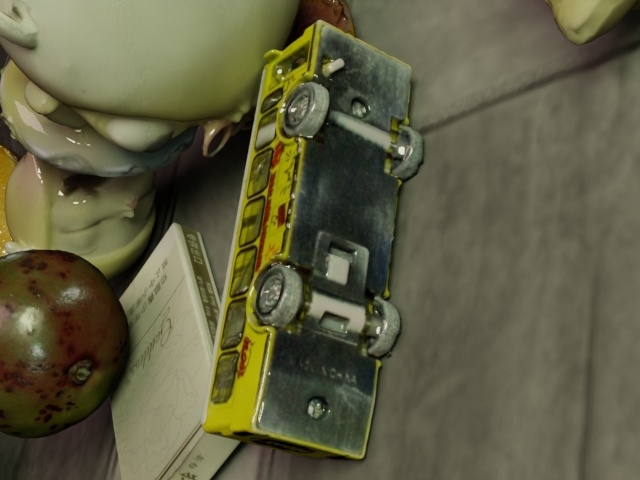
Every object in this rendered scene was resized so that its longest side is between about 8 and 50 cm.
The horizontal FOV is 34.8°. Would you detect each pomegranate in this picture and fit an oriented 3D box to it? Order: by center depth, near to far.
[{"bbox_3d":[-0.192,0.065,0.675,0.130,0.130,0.130,-33,45,40],"label":"pomegranate"}]

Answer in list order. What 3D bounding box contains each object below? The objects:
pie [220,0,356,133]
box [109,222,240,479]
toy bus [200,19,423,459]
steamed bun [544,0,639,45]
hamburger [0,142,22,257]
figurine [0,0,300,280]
[{"bbox_3d":[-0.024,-0.125,0.696,0.170,0.034,0.092,-15,62,52],"label":"pie"},{"bbox_3d":[-0.101,0.086,0.675,0.109,0.029,0.198,-52,34,21],"label":"box"},{"bbox_3d":[0.000,0.000,0.546,0.074,0.081,0.226,-22,55,53],"label":"toy bus"},{"bbox_3d":[0.124,-0.319,0.470,0.247,0.189,0.428,-33,44,37],"label":"steamed bun"},{"bbox_3d":[-0.316,-0.001,0.912,0.118,0.191,0.182,108,143,-67],"label":"hamburger"},{"bbox_3d":[-0.166,-0.112,0.700,0.226,0.274,0.394,-39,-19,-38],"label":"figurine"}]
